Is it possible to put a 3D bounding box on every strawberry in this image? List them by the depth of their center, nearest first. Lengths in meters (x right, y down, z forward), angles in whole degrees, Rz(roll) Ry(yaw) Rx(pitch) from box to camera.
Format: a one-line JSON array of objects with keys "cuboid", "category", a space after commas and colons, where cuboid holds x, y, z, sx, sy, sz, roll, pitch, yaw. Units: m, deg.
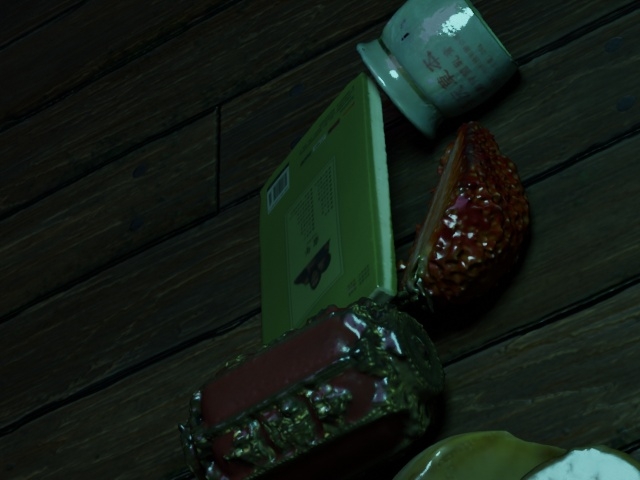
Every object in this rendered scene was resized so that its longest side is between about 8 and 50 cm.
[{"cuboid": [0.165, -0.016, 2.091, 0.236, 0.107, 0.175, -64, 8, -15], "category": "strawberry"}]

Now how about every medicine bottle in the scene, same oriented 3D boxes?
[{"cuboid": [0.133, -0.208, 2.256, 0.143, 0.147, 0.147, -39, 38, 9], "category": "medicine bottle"}]

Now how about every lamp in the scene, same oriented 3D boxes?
[{"cuboid": [-0.008, 0.174, 2.008, 0.274, 0.177, 0.177, -30, 39, 17], "category": "lamp"}]

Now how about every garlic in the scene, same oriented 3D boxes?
[{"cuboid": [0.131, 0.325, 1.766, 0.196, 0.151, 0.338, -15, 48, 20], "category": "garlic"}]

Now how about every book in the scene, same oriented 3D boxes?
[{"cuboid": [0.000, 0.000, 2.205, 0.239, 0.035, 0.352, -47, 31, 35], "category": "book"}]

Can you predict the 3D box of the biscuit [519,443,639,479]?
[{"cuboid": [0.198, 0.397, 1.605, 0.368, 0.076, 0.394, -34, 55, -3], "category": "biscuit"}]
